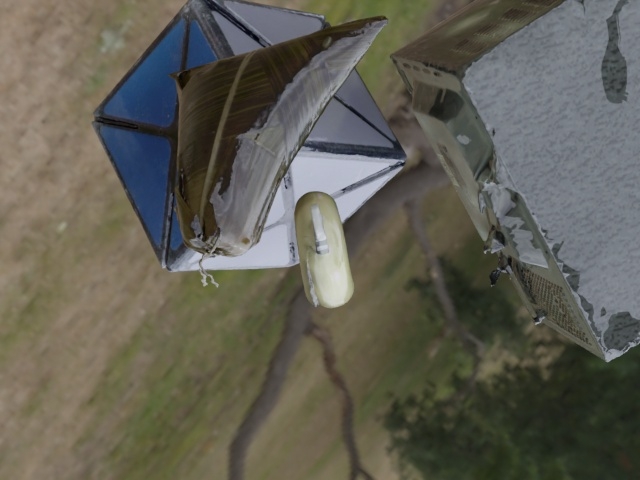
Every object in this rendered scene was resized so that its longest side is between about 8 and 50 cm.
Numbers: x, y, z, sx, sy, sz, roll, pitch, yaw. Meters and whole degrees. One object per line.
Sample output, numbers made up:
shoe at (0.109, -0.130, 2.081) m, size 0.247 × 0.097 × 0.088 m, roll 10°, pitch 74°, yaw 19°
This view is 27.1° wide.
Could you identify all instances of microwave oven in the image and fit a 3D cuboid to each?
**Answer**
microwave oven at (0.339, -0.120, 1.702) m, size 0.374 × 0.432 × 0.236 m, roll -34°, pitch -161°, yaw -6°

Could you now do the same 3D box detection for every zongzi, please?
zongzi at (-0.027, -0.077, 1.021) m, size 0.184 × 0.187 × 0.084 m, roll -17°, pitch 145°, yaw 20°

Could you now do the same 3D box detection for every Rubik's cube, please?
Rubik's cube at (-0.088, -0.128, 1.674) m, size 0.255 × 0.259 × 0.260 m, roll -3°, pitch 150°, yaw -49°

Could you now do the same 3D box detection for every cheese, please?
cheese at (0.000, 0.000, 1.362) m, size 0.054 × 0.127 × 0.251 m, roll -11°, pitch 173°, yaw 0°
